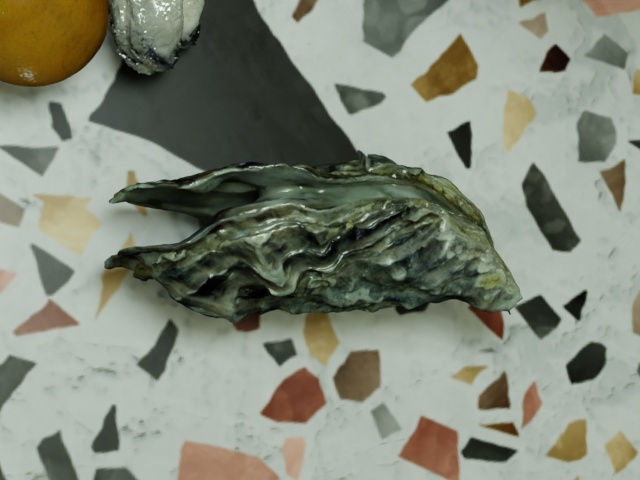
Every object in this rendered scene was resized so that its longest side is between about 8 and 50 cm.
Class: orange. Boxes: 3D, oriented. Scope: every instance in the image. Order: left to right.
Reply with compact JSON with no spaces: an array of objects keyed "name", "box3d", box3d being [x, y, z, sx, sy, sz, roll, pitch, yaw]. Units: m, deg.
[{"name":"orange","box3d":[-0.235,-0.193,1.387,0.124,0.156,0.156,-21,92,9]}]

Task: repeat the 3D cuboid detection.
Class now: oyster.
[{"name":"oyster","box3d":[0.004,0.000,1.442,0.351,0.162,0.158,9,101,-17]}]

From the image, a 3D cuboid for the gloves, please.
[{"name":"gloves","box3d":[-0.136,-0.211,1.460,0.070,0.114,0.153,-3,84,15]}]
